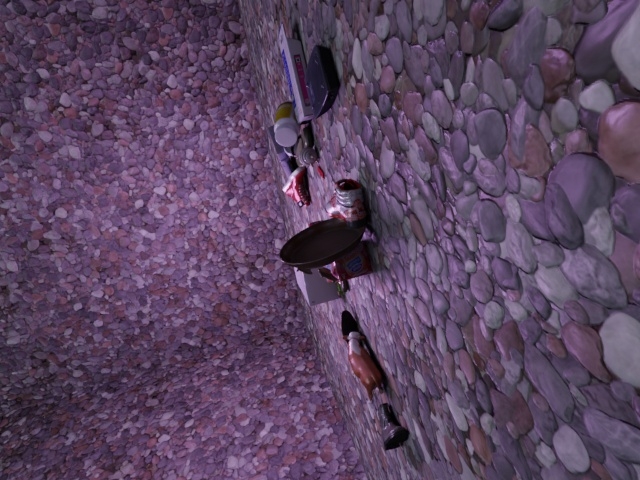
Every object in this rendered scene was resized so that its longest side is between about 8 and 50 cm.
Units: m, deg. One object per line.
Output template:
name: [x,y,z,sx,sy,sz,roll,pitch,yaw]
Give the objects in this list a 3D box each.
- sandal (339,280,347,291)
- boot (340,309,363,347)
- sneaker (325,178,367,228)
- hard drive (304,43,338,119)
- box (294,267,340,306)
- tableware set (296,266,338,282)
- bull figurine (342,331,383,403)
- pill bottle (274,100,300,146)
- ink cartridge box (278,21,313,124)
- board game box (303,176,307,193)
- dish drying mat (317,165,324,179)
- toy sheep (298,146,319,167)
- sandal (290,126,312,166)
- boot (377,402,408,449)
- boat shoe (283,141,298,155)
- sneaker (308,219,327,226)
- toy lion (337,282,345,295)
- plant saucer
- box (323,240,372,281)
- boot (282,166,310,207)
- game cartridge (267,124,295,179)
sandal: [0.069,0.152,1.925,0.090,0.060,0.219,91,162,-55]
boot: [0.131,0.430,1.920,0.106,0.082,0.219,160,94,-77]
sneaker: [0.080,-0.145,1.398,0.270,0.090,0.145,-136,34,-64]
hard drive: [0.001,-0.529,1.386,0.254,0.054,0.172,163,92,-80]
box: [-0.034,0.177,2.215,0.345,0.168,0.215,-133,30,-70]
tableware set: [-0.016,0.103,1.409,0.141,0.168,0.020,-90,22,-79]
bull figurine: [0.181,0.532,1.746,0.310,0.101,0.189,-118,13,-60]
pill bottle: [-0.147,-0.525,1.849,0.119,0.119,0.209,87,-177,-48]
ink cartridge box: [-0.099,-0.679,1.688,0.176,0.069,0.371,-155,49,-78]
board game box: [-0.105,-0.306,2.329,0.103,0.026,0.154,-121,20,-58]
dish drying mat: [0.002,-0.302,1.817,0.083,0.008,0.032,-118,16,-50]
toy sheep: [-0.053,-0.371,1.818,0.132,0.091,0.091,18,122,62]
sandal: [-0.098,-0.444,1.938,0.303,0.086,0.120,118,137,-75]
boot: [0.266,0.717,1.610,0.247,0.083,0.161,93,166,-54]
boat shoe: [-0.156,-0.519,2.221,0.076,0.083,0.226,63,-169,-49]
sneaker: [0.000,0.000,1.881,0.299,0.111,0.121,93,174,-55]
toy lion: [0.088,0.209,2.000,0.096,0.034,0.100,-129,26,-82]
plant saucer: [0.011,0.011,1.383,0.310,0.310,0.050,-130,17,-67]
box: [0.089,0.084,1.542,0.257,0.128,0.123,148,107,-78]
boot: [-0.095,-0.284,2.211,0.176,0.088,0.244,47,145,6]
game cartridge: [-0.203,-0.468,2.386,0.355,0.068,0.230,67,178,-59]
